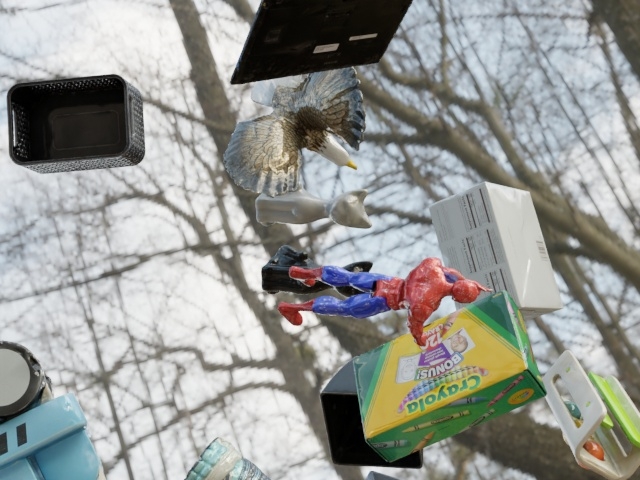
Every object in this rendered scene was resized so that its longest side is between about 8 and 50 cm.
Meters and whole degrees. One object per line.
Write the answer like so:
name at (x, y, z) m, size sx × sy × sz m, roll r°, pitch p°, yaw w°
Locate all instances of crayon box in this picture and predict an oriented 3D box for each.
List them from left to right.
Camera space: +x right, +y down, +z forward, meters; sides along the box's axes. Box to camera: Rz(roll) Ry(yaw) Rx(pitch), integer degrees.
crayon box at (0.196, 0.212, 1.696) m, size 0.278 × 0.165 × 0.081 m, roll -27°, pitch -49°, yaw 17°

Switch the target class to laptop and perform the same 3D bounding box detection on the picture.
laptop at (-0.001, -0.340, 1.350) m, size 0.234 × 0.136 × 0.264 m, roll -13°, pitch -28°, yaw -30°

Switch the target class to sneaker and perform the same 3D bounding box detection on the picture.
sneaker at (-0.132, 0.382, 1.344) m, size 0.110 × 0.122 × 0.283 m, roll -41°, pitch -24°, yaw -54°

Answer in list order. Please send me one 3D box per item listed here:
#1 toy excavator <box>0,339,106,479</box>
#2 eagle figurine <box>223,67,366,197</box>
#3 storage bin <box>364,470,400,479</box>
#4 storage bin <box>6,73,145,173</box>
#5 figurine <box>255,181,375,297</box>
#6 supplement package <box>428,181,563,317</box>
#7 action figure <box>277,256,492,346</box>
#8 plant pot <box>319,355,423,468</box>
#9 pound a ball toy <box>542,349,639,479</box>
toy excavator at (-0.366, 0.359, 1.549) m, size 0.433 × 0.445 × 0.222 m, roll -25°, pitch -10°, yaw -15°
eagle figurine at (-0.027, -0.184, 1.771) m, size 0.225 × 0.226 × 0.298 m, roll 7°, pitch 5°, yaw 7°
storage bin at (0.083, 0.419, 1.674) m, size 0.098 × 0.135 × 0.091 m, roll 19°, pitch -77°, yaw -6°
storage bin at (-0.355, -0.168, 1.587) m, size 0.180 × 0.122 × 0.084 m, roll -5°, pitch -5°, yaw 7°
figurine at (0.000, 0.000, 1.919) m, size 0.209 × 0.215 × 0.092 m, roll 6°, pitch 19°, yaw 28°
supplement package at (0.359, 0.035, 2.227) m, size 0.145 × 0.262 × 0.204 m, roll -23°, pitch -17°, yaw 33°
action figure at (0.096, 0.079, 1.360) m, size 0.280 × 0.091 × 0.139 m, roll -5°, pitch -28°, yaw 45°
plant pot at (0.118, 0.333, 2.206) m, size 0.187 × 0.167 × 0.188 m, roll -1°, pitch -58°, yaw 16°
pound a ball toy at (0.551, 0.368, 2.074) m, size 0.208 × 0.319 × 0.136 m, roll 30°, pitch -74°, yaw -13°
